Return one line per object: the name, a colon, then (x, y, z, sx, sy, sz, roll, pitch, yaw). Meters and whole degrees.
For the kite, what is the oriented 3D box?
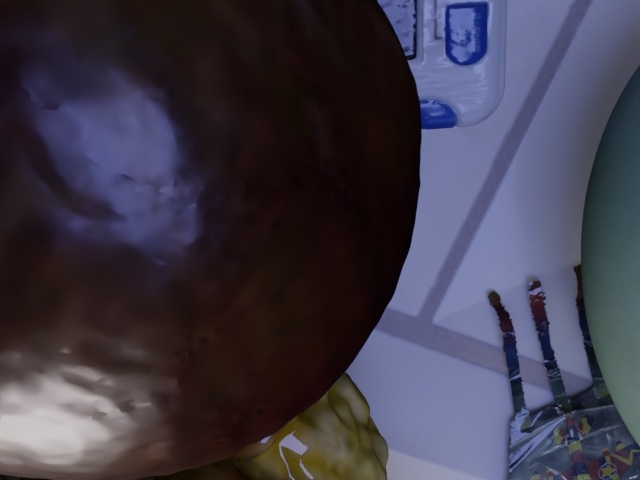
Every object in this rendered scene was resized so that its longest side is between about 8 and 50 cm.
kite: (0.193, 0.135, 1.076, 0.141, 0.015, 0.245, -19, 114, -5)

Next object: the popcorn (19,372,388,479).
popcorn: (-0.059, 0.179, 0.931, 0.332, 0.225, 0.265, 16, 68, -37)

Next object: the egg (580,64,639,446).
egg: (0.313, 0.019, 0.909, 0.276, 0.276, 0.389, -11, 110, -6)

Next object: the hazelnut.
hazelnut: (-0.146, -0.067, 0.712, 0.353, 0.421, 0.421, -40, 113, -7)

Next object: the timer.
timer: (0.030, -0.197, 0.881, 0.178, 0.078, 0.253, -4, 112, -8)

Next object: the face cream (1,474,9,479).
face cream: (-0.233, 0.233, 0.986, 0.105, 0.105, 0.348, -42, 112, 7)

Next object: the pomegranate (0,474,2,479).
pomegranate: (-0.284, 0.163, 0.802, 0.191, 0.191, 0.191, -4, 112, -9)
